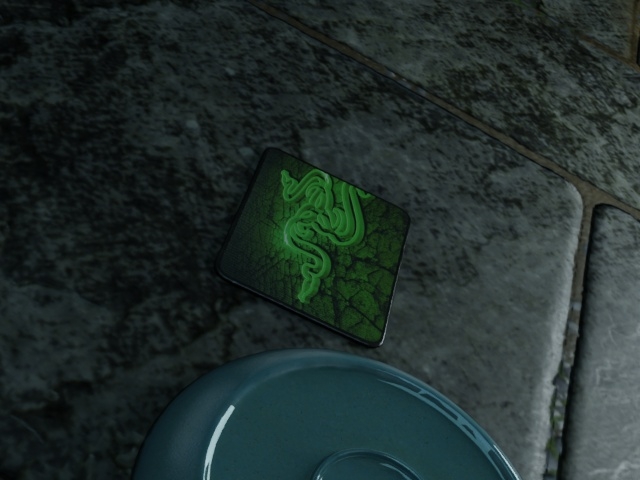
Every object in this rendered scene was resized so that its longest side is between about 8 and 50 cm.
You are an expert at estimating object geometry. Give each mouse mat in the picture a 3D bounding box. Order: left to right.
[{"bbox_3d":[0.000,0.000,0.897,0.153,0.007,0.189,25,39,-6],"label":"mouse mat"}]

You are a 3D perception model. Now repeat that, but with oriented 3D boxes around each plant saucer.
[{"bbox_3d":[0.031,0.191,0.688,0.318,0.043,0.317,17,42,-16],"label":"plant saucer"}]
